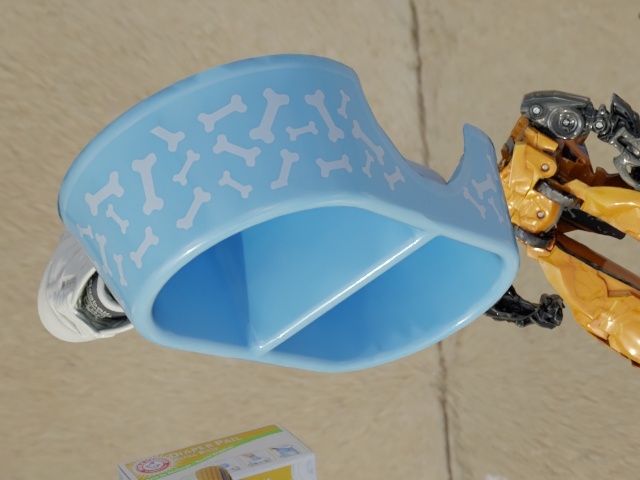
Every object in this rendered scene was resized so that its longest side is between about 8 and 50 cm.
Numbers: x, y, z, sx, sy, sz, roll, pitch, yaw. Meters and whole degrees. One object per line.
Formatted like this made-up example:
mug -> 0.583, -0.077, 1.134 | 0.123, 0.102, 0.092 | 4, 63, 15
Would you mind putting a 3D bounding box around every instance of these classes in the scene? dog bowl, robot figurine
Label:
dog bowl -> 0.000, 0.000, 0.770 | 0.166, 0.297, 0.074 | -36, 63, 24
robot figurine -> 0.238, 0.002, 1.163 | 0.291, 0.085, 0.211 | 30, 116, -1

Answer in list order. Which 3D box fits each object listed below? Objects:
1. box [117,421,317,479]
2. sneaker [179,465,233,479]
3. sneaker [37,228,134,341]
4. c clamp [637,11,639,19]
box -> -0.113, 0.292, 1.639 | 0.203, 0.103, 0.114 | -13, 109, -25
sneaker -> -0.101, 0.378, 1.520 | 0.131, 0.112, 0.296 | -25, 103, -2
sneaker -> -0.165, 0.035, 1.110 | 0.090, 0.235, 0.095 | 40, 52, -12
c clamp -> 0.323, -0.140, 1.182 | 0.160, 0.137, 0.022 | 35, 106, 8
